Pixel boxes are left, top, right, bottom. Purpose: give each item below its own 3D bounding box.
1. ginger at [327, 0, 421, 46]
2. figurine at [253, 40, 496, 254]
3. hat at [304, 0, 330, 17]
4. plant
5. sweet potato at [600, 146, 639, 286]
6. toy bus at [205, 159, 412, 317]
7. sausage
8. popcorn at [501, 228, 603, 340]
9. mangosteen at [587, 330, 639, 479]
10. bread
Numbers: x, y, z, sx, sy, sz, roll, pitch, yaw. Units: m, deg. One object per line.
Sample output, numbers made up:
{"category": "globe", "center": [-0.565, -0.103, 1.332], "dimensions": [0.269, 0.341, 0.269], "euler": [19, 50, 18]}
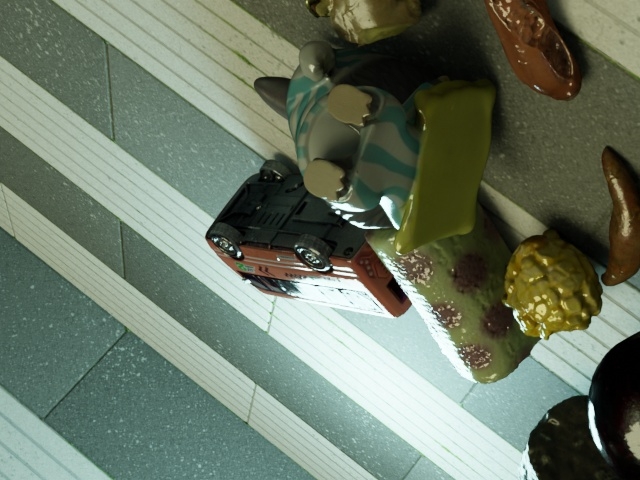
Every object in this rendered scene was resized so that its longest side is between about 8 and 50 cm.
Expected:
{"category": "ginger", "center": [0.049, -0.367, 1.542], "dimensions": [0.137, 0.074, 0.213], "euler": [-26, 104, 20]}
{"category": "figurine", "center": [0.016, -0.155, 1.631], "dimensions": [0.378, 0.266, 0.361], "euler": [21, -172, 37]}
{"category": "hat", "center": [0.020, -0.359, 1.634], "dimensions": [0.077, 0.059, 0.076], "euler": [9, 107, 35]}
{"category": "plant", "center": [0.474, 0.409, 2.056], "dimensions": [0.215, 0.213, 0.312], "euler": [32, 164, 16]}
{"category": "sweet potato", "center": [0.429, -0.017, 1.603], "dimensions": [0.078, 0.058, 0.255], "euler": [48, 162, 44]}
{"category": "toy bus", "center": [0.000, 0.000, 2.090], "dimensions": [0.427, 0.203, 0.233], "euler": [7, 144, 48]}
{"category": "sausage", "center": [0.242, -0.298, 1.387], "dimensions": [0.087, 0.079, 0.326], "euler": [-7, 132, 26]}
{"category": "popcorn", "center": [0.352, 0.069, 1.747], "dimensions": [0.170, 0.180, 0.180], "euler": [16, 147, 24]}
{"category": "mangosteen", "center": [0.533, 0.252, 1.683], "dimensions": [0.287, 0.288, 0.233], "euler": [102, 156, -63]}
{"category": "bread", "center": [0.232, 0.060, 1.863], "dimensions": [0.338, 0.187, 0.155], "euler": [54, 159, -23]}
